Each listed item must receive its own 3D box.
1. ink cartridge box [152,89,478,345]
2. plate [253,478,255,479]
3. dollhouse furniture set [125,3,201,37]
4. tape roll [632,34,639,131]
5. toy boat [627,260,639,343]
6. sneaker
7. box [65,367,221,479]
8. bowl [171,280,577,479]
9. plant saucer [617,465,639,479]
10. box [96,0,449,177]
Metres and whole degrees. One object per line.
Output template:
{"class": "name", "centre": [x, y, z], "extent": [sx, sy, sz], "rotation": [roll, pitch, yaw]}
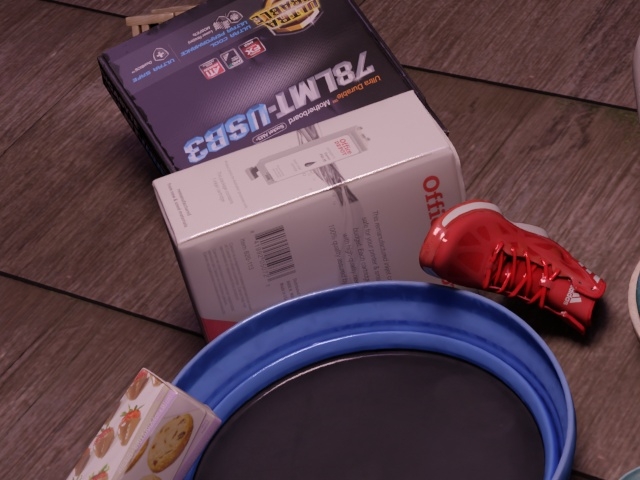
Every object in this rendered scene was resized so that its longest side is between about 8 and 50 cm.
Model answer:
{"class": "ink cartridge box", "centre": [0.000, 0.000, 1.654], "extent": [0.283, 0.207, 0.117], "rotation": [-19, 41, -6]}
{"class": "plate", "centre": [0.000, 0.265, 1.483], "extent": [0.188, 0.024, 0.188], "rotation": [-9, 39, 7]}
{"class": "dollhouse furniture set", "centre": [-0.147, -0.229, 2.071], "extent": [0.129, 0.129, 0.184], "rotation": [-4, 11, 13]}
{"class": "tape roll", "centre": [0.437, -0.130, 1.640], "extent": [0.246, 0.246, 0.169], "rotation": [-7, 41, 10]}
{"class": "toy boat", "centre": [0.441, 0.030, 1.521], "extent": [0.318, 0.148, 0.267], "rotation": [-26, 40, -12]}
{"class": "sneaker", "centre": [0.200, 0.027, 1.585], "extent": [0.128, 0.087, 0.221], "rotation": [32, 19, 36]}
{"class": "box", "centre": [-0.206, 0.263, 1.409], "extent": [0.063, 0.067, 0.324], "rotation": [27, 80, 50]}
{"class": "bowl", "centre": [0.034, 0.193, 1.479], "extent": [0.391, 0.077, 0.391], "rotation": [-9, 39, 7]}
{"class": "plant saucer", "centre": [0.302, 0.239, 1.417], "extent": [0.119, 0.021, 0.119], "rotation": [-9, 40, 8]}
{"class": "box", "centre": [-0.056, -0.152, 1.874], "extent": [0.296, 0.073, 0.293], "rotation": [-27, 65, -13]}
